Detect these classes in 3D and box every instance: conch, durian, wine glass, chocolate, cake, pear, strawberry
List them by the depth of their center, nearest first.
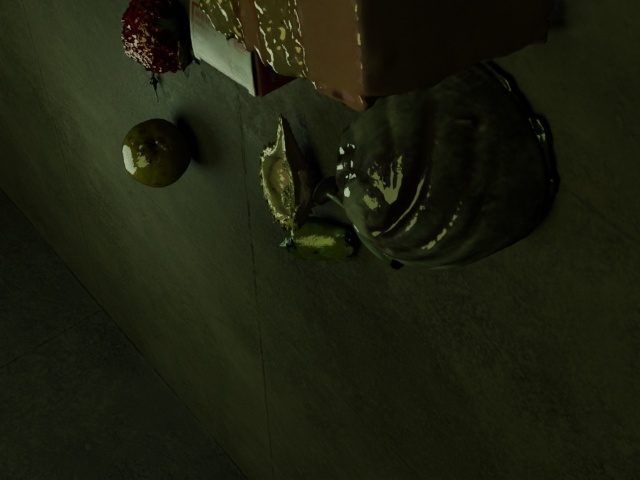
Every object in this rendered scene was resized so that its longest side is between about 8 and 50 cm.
[{"bbox_3d":[0.050,-0.336,1.169,0.307,0.314,0.293,38,147,41],"label":"cake"},{"bbox_3d":[0.130,-0.089,1.420,0.303,0.213,0.303,45,154,29],"label":"chocolate"},{"bbox_3d":[0.072,-0.030,1.782,0.198,0.066,0.066,43,151,33],"label":"wine glass"},{"bbox_3d":[-0.050,-0.127,1.893,0.140,0.078,0.224,51,147,46],"label":"durian"},{"bbox_3d":[-0.004,0.002,1.960,0.201,0.079,0.095,16,151,45],"label":"conch"},{"bbox_3d":[-0.343,-0.410,2.084,0.228,0.098,0.174,30,143,46],"label":"strawberry"},{"bbox_3d":[-0.354,-0.188,2.311,0.148,0.149,0.162,58,161,1],"label":"pear"}]

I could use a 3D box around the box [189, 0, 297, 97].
[{"bbox_3d":[-0.128,-0.337,1.757,0.182,0.099,0.133,40,148,34],"label":"box"}]

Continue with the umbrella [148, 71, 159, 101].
[{"bbox_3d":[-0.357,-0.360,2.272,0.022,0.022,0.148,-114,16,-54],"label":"umbrella"}]
